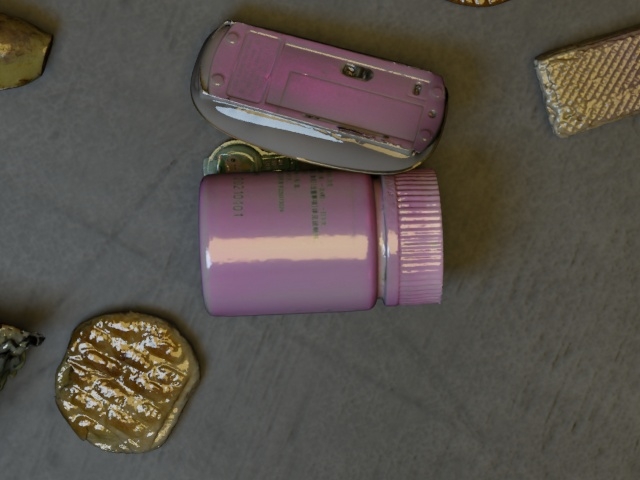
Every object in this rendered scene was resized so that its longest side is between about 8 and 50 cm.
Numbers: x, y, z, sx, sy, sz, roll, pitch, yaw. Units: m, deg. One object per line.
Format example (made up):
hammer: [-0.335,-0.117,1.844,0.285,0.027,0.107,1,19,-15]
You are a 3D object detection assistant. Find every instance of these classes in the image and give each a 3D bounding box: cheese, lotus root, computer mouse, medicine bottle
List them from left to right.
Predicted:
lotus root: [-0.456,-0.227,1.861,0.258,0.097,0.110,-1,133,-11]
cheese: [-0.087,-0.095,1.925,0.121,0.026,0.067,-6,102,0]
computer mouse: [-0.001,-0.173,1.852,0.310,0.072,0.158,15,64,4]
medicine bottle: [0.000,0.000,1.869,0.291,0.178,0.178,-3,101,-2]

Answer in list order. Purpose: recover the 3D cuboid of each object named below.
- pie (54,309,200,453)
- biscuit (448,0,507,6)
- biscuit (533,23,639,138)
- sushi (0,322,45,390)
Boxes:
pie: [-0.253,0.178,1.969,0.195,0.046,0.195,0,102,-2]
biscuit: [0.195,-0.380,1.871,0.188,0.027,0.187,0,101,1]
biscuit: [0.389,-0.209,1.892,0.239,0.062,0.108,-17,103,4]
sushi: [-0.471,0.179,1.895,0.139,0.184,0.274,37,97,-9]
